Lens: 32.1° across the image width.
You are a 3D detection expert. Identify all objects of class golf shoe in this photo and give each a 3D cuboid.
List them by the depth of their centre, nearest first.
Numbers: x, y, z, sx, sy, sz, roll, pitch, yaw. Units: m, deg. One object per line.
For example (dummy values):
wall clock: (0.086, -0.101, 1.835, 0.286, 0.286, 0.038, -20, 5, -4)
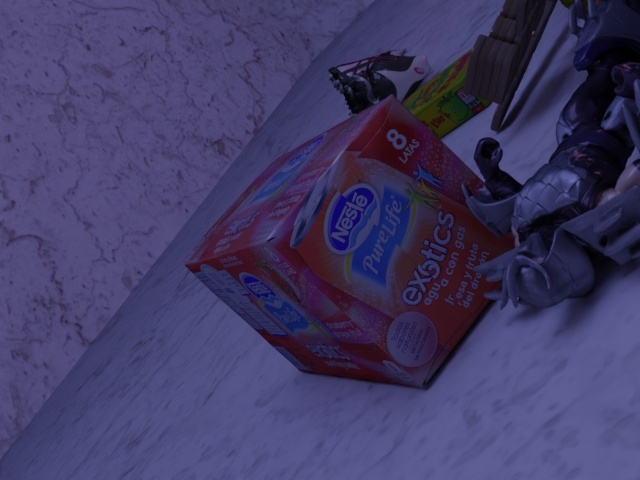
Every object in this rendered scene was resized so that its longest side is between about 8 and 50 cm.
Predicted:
golf shoe: (0.091, -0.236, 1.701, 0.120, 0.105, 0.273, -32, 16, -3)

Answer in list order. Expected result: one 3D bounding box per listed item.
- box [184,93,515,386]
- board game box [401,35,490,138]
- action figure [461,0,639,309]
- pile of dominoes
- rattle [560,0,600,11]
box: (0.014, 0.009, 0.879, 0.142, 0.154, 0.300, -50, 10, -15)
board game box: (0.142, -0.160, 1.290, 0.181, 0.043, 0.092, -34, 17, 53)
action figure: (0.172, -0.067, 0.688, 0.185, 0.099, 0.285, -17, 35, 54)
pile of dominoes: (0.200, -0.244, 1.063, 0.196, 0.040, 0.251, 92, -158, -56)
rattle: (0.299, -0.239, 0.912, 0.199, 0.130, 0.143, -18, 30, -2)
